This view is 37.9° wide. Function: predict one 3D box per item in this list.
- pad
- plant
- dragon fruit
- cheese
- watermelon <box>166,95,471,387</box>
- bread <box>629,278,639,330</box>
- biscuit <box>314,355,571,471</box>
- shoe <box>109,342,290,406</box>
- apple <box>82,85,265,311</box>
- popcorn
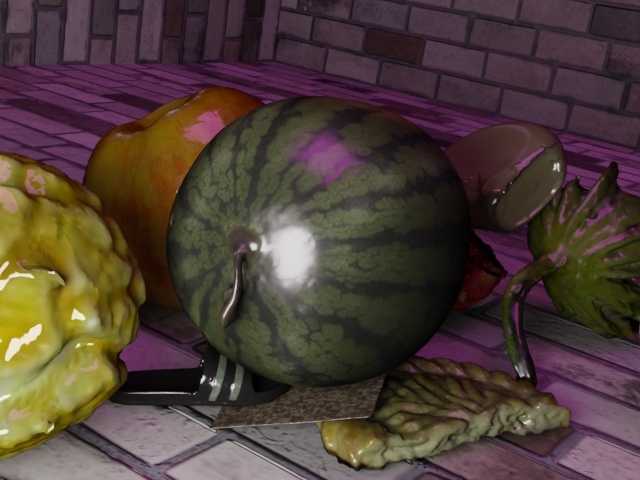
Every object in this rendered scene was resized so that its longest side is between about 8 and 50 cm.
[{"bbox_3d":[-0.006,0.135,0.956,0.158,0.003,0.235,-6,14,13],"label":"pad"},{"bbox_3d":[0.319,0.022,1.155,0.333,0.180,0.251,-5,66,-58],"label":"plant"},{"bbox_3d":[0.136,0.023,1.232,0.189,0.163,0.261,-28,-33,33],"label":"dragon fruit"},{"bbox_3d":[0.224,-0.084,1.234,0.175,0.091,0.202,-43,26,-22],"label":"cheese"},{"bbox_3d":[0.000,0.000,0.889,0.278,0.279,0.359,16,11,22],"label":"watermelon"},{"bbox_3d":[0.511,0.092,1.345,0.286,0.056,0.207,22,20,39],"label":"bread"},{"bbox_3d":[0.101,0.161,0.951,0.273,0.036,0.187,-5,17,-34],"label":"biscuit"},{"bbox_3d":[-0.116,0.126,0.902,0.179,0.049,0.071,0,14,-9],"label":"shoe"},{"bbox_3d":[-0.145,-0.060,1.145,0.301,0.302,0.301,8,17,-3],"label":"apple"},{"bbox_3d":[-0.278,0.050,0.750,0.282,0.282,0.247,5,2,-13],"label":"popcorn"}]
